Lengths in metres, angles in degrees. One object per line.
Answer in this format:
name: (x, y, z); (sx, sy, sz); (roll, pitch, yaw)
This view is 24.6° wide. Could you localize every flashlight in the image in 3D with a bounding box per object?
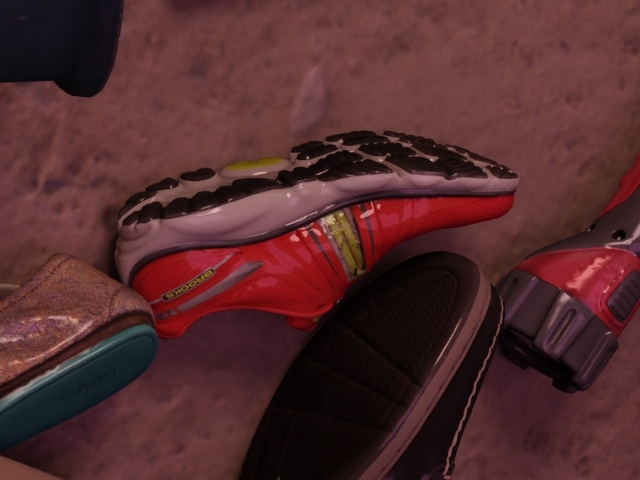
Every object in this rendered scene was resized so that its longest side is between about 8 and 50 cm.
flashlight: (0.238, -0.033, 1.109); (0.103, 0.103, 0.304); (34, 78, 4)

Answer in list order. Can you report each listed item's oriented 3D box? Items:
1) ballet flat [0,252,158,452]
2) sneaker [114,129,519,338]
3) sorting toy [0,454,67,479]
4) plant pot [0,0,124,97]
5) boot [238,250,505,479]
ballet flat: (-0.241, 0.098, 0.851); (0.316, 0.106, 0.107); (-29, 153, -37)
sneaker: (0.000, 0.000, 0.988); (0.279, 0.107, 0.118); (-11, 112, -16)
sorting toy: (-0.213, 0.221, 0.848); (0.196, 0.047, 0.348); (-51, 149, -1)
plant pot: (-0.292, -0.207, 0.660); (0.334, 0.341, 0.341); (-12, 107, -18)
boot: (0.078, 0.223, 1.050); (0.284, 0.138, 0.377); (33, 82, -32)
